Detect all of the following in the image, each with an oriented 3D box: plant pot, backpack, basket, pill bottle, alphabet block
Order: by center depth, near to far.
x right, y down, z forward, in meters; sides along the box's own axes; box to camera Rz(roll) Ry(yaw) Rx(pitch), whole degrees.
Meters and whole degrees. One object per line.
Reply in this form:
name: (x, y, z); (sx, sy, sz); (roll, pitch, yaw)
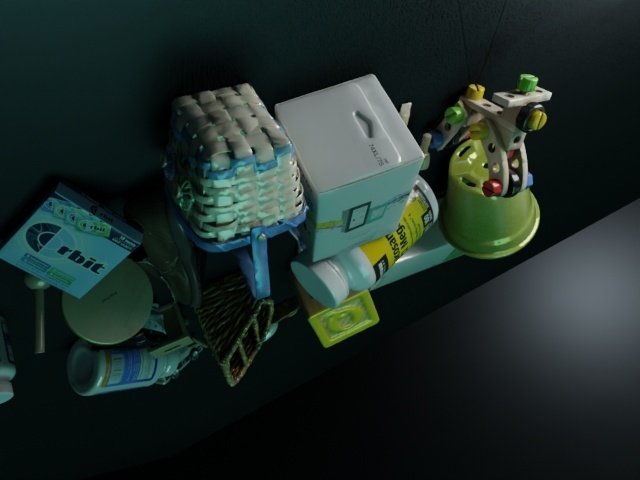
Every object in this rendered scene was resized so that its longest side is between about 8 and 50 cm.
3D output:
basket: (-0.140, -0.079, 0.835); (0.200, 0.255, 0.289); (-21, 139, -17)
pill bottle: (-0.673, 0.243, 1.053); (0.094, 0.170, 0.094); (-22, 157, -10)
pill bottle: (0.097, -0.009, 1.185); (0.334, 0.188, 0.188); (-43, 164, -20)
backpack: (-0.461, 0.208, 1.284); (0.151, 0.115, 0.182); (-19, 160, 21)
plant pot: (0.438, -0.129, 1.379); (0.275, 0.276, 0.254); (-27, 147, 3)
pill bottle: (-0.530, 0.331, 1.435); (0.152, 0.152, 0.272); (-36, 156, 24)
basket: (-0.217, 0.249, 1.484); (0.213, 0.223, 0.299); (-25, 156, -17)
alphabet block: (0.039, 0.168, 1.573); (0.193, 0.197, 0.192); (-27, 139, -1)

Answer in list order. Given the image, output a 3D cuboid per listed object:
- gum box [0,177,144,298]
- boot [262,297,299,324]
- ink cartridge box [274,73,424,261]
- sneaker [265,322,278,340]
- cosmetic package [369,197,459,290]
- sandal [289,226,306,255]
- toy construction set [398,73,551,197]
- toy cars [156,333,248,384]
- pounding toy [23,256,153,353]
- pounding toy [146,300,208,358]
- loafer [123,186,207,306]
gum box: (-0.419, 0.004, 0.880); (0.184, 0.041, 0.157); (-36, 125, 22)
boot: (-0.147, 0.260, 1.828); (0.157, 0.059, 0.085); (-22, 163, -14)
ink cartridge box: (0.040, -0.126, 0.983); (0.197, 0.198, 0.270); (-20, 156, -12)
sneaker: (-0.253, 0.318, 1.826); (0.212, 0.080, 0.094); (-24, 146, -3)
cosmetic package: (0.295, 0.000, 1.604); (0.365, 0.155, 0.197); (-20, 160, -17)
sandal: (0.014, -0.007, 1.343); (0.169, 0.102, 0.416); (-26, 156, -7)
toy construction set: (0.312, -0.246, 1.070); (0.308, 0.258, 0.237); (1, 134, -6)
toy cars: (-0.368, 0.324, 1.658); (0.393, 0.087, 0.176); (-20, -158, -15)
pounding toy: (-0.473, 0.123, 1.060); (0.236, 0.183, 0.110); (-4, 175, -43)
pounding toy: (-0.400, 0.249, 1.421); (0.141, 0.130, 0.100); (-22, 158, -11)
loafer: (-0.305, 0.013, 1.046); (0.129, 0.134, 0.366); (1, 143, -5)
